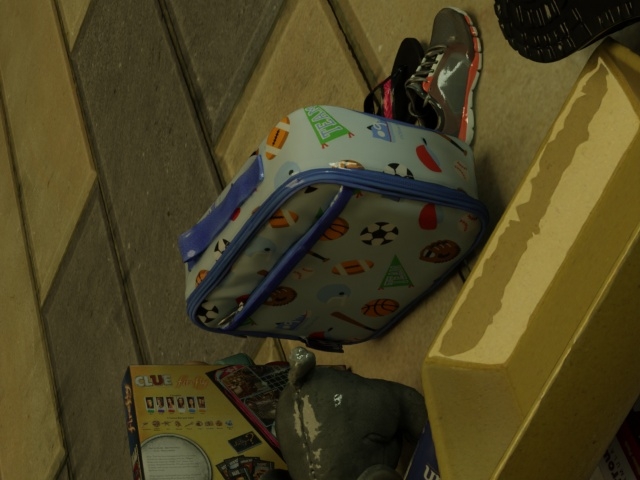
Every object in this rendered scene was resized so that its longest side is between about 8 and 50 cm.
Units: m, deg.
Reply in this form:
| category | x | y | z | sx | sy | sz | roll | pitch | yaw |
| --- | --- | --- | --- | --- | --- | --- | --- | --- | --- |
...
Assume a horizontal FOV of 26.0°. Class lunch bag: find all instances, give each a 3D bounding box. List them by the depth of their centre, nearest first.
| category | x | y | z | sx | sy | sz | roll | pitch | yaw |
| --- | --- | --- | --- | --- | --- | --- | --- | --- | --- |
| lunch bag | 0.000 | 0.000 | 1.358 | 0.303 | 0.243 | 0.115 | -49 | 42 | 44 |

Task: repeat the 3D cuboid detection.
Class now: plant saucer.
| category | x | y | z | sx | sy | sz | roll | pitch | yaw |
| --- | --- | --- | --- | --- | --- | --- | --- | --- | --- |
| plant saucer | 0.194 | 0.031 | 1.034 | 0.332 | 0.081 | 0.333 | -62 | 8 | 14 |

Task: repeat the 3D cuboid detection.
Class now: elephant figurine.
| category | x | y | z | sx | sy | sz | roll | pitch | yaw |
| --- | --- | --- | --- | --- | --- | --- | --- | --- | --- |
| elephant figurine | 0.023 | 0.253 | 1.313 | 0.169 | 0.186 | 0.239 | 129 | 151 | -59 |

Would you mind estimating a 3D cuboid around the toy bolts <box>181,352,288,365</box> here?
| category | x | y | z | sx | sy | sz | roll | pitch | yaw |
| --- | --- | --- | --- | --- | --- | --- | --- | --- | --- |
| toy bolts | -0.098 | 0.100 | 1.602 | 0.218 | 0.159 | 0.228 | 12 | 94 | 62 |

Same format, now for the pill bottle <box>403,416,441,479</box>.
| category | x | y | z | sx | sy | sz | roll | pitch | yaw |
| --- | --- | --- | --- | --- | --- | --- | --- | --- | --- |
| pill bottle | 0.120 | 0.220 | 1.229 | 0.094 | 0.094 | 0.169 | -122 | 43 | -51 |

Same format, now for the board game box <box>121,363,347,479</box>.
| category | x | y | z | sx | sy | sz | roll | pitch | yaw |
| --- | --- | --- | --- | --- | --- | --- | --- | --- | --- |
| board game box | -0.075 | 0.207 | 1.440 | 0.042 | 0.243 | 0.165 | 117 | 148 | -48 |

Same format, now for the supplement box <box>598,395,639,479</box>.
| category | x | y | z | sx | sy | sz | roll | pitch | yaw |
| --- | --- | --- | --- | --- | --- | --- | --- | --- | --- |
| supplement box | 0.283 | 0.086 | 0.990 | 0.239 | 0.073 | 0.130 | -60 | 35 | 37 |

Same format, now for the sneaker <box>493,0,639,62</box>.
| category | x | y | z | sx | sy | sz | roll | pitch | yaw |
| --- | --- | --- | --- | --- | --- | --- | --- | --- | --- |
| sneaker | 0.247 | -0.207 | 1.097 | 0.283 | 0.124 | 0.107 | 2 | 104 | 66 |

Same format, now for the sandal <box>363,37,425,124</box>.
| category | x | y | z | sx | sy | sz | roll | pitch | yaw |
| --- | --- | --- | --- | --- | --- | --- | --- | --- | --- |
| sandal | 0.068 | -0.131 | 1.480 | 0.067 | 0.040 | 0.179 | 53 | 129 | 53 |

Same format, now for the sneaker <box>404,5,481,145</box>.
| category | x | y | z | sx | sy | sz | roll | pitch | yaw |
| --- | --- | --- | --- | --- | --- | --- | --- | --- | --- |
| sneaker | 0.117 | -0.161 | 1.371 | 0.061 | 0.065 | 0.157 | -22 | 64 | 58 |
